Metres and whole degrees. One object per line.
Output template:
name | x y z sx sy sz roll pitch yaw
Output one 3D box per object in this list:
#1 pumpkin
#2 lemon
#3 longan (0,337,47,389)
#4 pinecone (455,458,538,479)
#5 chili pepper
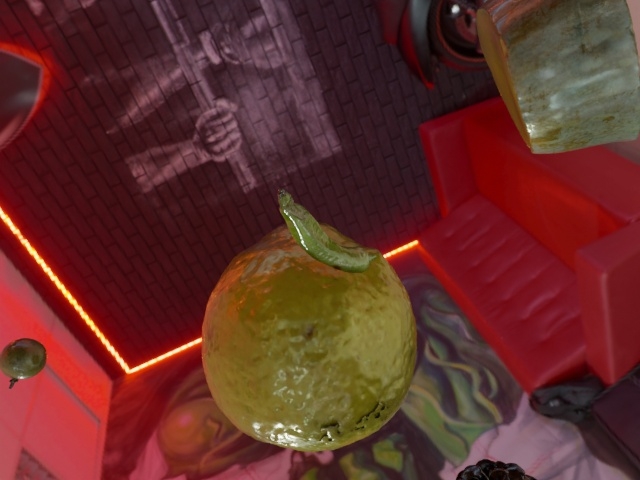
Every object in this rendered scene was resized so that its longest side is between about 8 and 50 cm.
pumpkin | 0.392 -0.304 0.943 0.332 0.199 0.332 -15 -90 -69
lemon | -0.019 0.150 0.899 0.350 0.350 0.387 -158 58 -88
longan | -0.483 0.199 0.889 0.075 0.075 0.083 68 -148 -65
pinecone | 0.222 0.343 0.683 0.121 0.140 0.140 66 179 -70
chili pepper | -0.001 0.001 0.714 0.208 0.049 0.043 33 -126 -43
